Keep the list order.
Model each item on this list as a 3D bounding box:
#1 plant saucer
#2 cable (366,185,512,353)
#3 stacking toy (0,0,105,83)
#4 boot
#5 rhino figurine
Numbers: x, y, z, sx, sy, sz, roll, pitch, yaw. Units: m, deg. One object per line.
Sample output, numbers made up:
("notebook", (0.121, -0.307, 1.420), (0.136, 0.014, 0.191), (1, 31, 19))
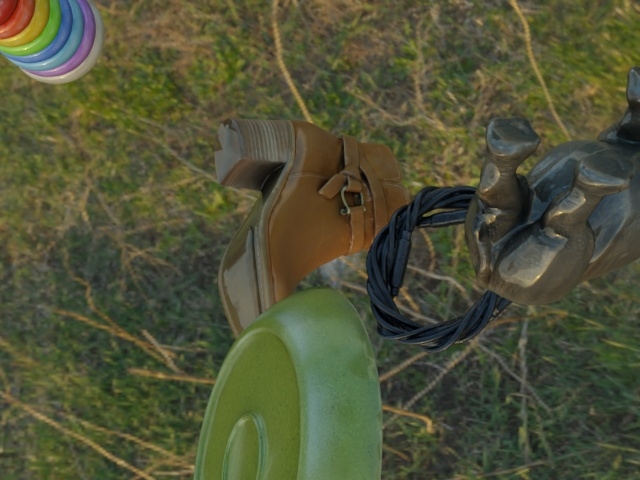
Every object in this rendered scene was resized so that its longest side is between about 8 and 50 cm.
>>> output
("plant saucer", (-0.035, 0.144, 0.626), (0.241, 0.037, 0.241), (-41, 43, 54))
("cable", (0.120, 0.026, 0.986), (0.184, 0.047, 0.150), (-41, 74, -9))
("stacking toy", (-0.386, -0.292, 1.256), (0.141, 0.330, 0.141), (0, 90, 4))
("boot", (0.000, 0.000, 1.098), (0.109, 0.220, 0.283), (-41, 51, 50))
("rhino figurine", (0.174, -0.035, 0.533), (0.073, 0.243, 0.106), (50, 144, 31))
